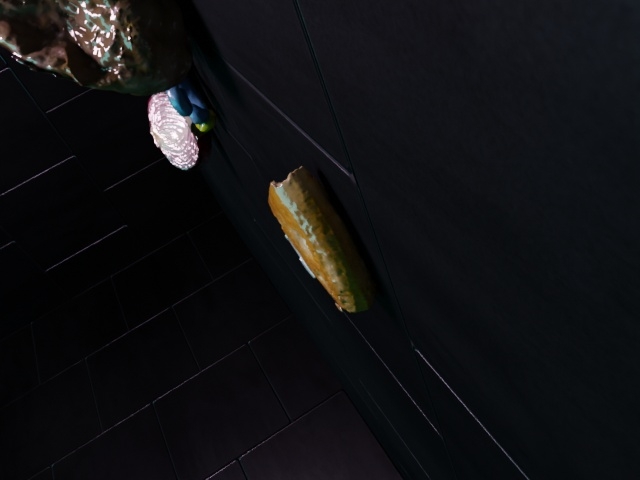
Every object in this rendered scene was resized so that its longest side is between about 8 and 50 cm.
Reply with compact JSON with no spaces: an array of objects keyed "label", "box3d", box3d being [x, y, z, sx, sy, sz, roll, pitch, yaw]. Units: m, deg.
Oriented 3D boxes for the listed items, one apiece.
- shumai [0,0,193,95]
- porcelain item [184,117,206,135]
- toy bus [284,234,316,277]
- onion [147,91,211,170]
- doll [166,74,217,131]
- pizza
[{"label":"shumai","box3d":[-0.301,-0.373,0.752,0.346,0.283,0.217,31,-150,6]},{"label":"porcelain item","box3d":[-0.313,-0.330,1.294,0.213,0.054,0.084,55,168,17]},{"label":"toy bus","box3d":[-0.016,0.017,0.877,0.083,0.037,0.031,58,172,3]},{"label":"onion","box3d":[-0.319,-0.270,1.411,0.098,0.151,0.205,-26,-84,-65]},{"label":"doll","box3d":[-0.306,-0.363,1.089,0.341,0.099,0.346,49,-175,-44]},{"label":"pizza","box3d":[0.000,0.000,0.681,0.182,0.062,0.161,55,165,-10]}]
